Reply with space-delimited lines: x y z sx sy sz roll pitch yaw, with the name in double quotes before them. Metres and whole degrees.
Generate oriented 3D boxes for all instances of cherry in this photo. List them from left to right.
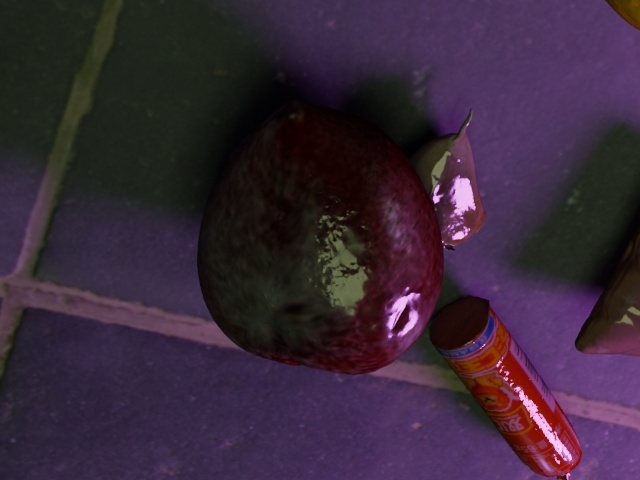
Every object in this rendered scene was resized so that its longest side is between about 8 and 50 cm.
"cherry" 0.000 0.000 1.684 0.230 0.203 0.300 16 127 31

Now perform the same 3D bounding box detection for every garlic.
"garlic" 0.114 -0.055 1.756 0.084 0.066 0.152 -33 131 -21

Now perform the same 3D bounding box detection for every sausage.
"sausage" 0.209 0.171 1.931 0.074 0.074 0.274 -28 127 13

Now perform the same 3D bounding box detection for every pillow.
"pillow" 0.402 0.042 1.849 0.236 0.084 0.223 9 123 -18

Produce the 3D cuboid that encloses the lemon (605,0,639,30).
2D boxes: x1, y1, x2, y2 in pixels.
"lemon" 0.318 -0.292 1.497 0.233 0.233 0.288 -9 125 -1
